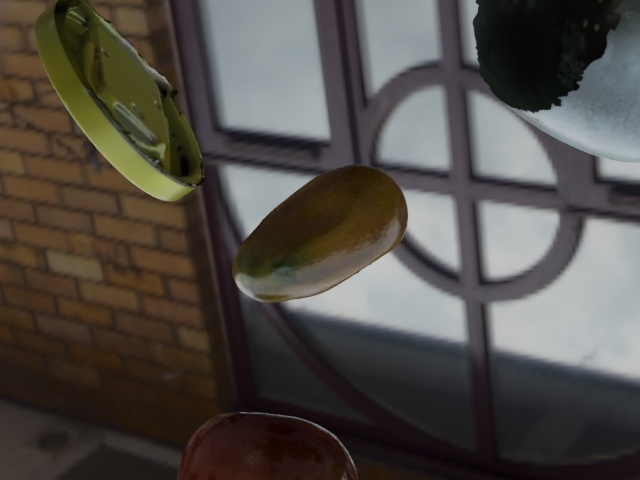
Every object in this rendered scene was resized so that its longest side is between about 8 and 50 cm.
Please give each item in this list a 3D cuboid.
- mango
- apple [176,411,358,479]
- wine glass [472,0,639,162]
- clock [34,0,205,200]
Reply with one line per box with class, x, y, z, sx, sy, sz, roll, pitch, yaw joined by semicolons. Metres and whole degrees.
mango;-0.001;0.000;1.171;0.165;0.089;0.115;-34;-172;-16
apple;-0.052;0.246;1.331;0.181;0.168;0.181;14;171;2
wine glass;0.304;-0.174;1.215;0.323;0.238;0.238;2;-164;-34
clock;-0.251;-0.166;1.735;0.071;0.277;0.293;-35;-149;13
